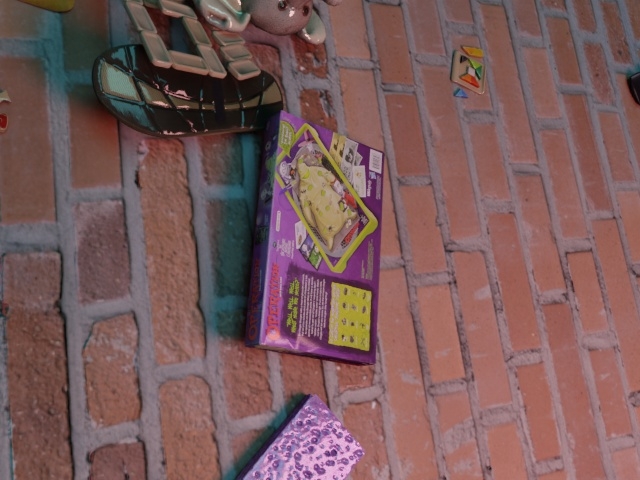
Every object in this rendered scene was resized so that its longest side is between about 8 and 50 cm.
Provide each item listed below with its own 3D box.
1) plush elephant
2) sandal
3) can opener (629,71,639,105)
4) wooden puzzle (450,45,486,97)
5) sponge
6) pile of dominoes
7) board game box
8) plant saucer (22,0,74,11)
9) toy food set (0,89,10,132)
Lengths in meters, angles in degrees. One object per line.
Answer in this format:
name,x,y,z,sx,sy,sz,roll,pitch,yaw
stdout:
plush elephant,-0.053,-0.425,0.999,0.271,0.329,0.256,-20,102,-41
sandal,-0.187,-0.202,0.978,0.302,0.086,0.120,-1,93,-44
can opener,0.735,-0.284,1.467,0.186,0.073,0.059,67,22,0
wooden puzzle,0.280,-0.318,1.272,0.078,0.014,0.117,10,72,-23
sponge,-0.041,0.327,0.927,0.117,0.031,0.210,48,61,-6
pile of dominoes,-0.203,-0.310,0.967,0.195,0.040,0.251,1,53,-46
board game box,0.000,0.000,1.007,0.208,0.056,0.347,19,67,-37
plant saucer,-0.476,-0.522,0.925,0.332,0.081,0.333,13,70,-22
toy food set,-0.459,-0.154,0.866,0.122,0.019,0.078,-10,81,-36
